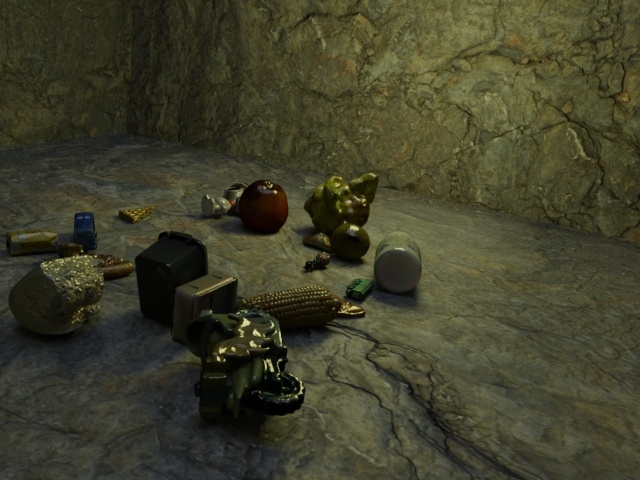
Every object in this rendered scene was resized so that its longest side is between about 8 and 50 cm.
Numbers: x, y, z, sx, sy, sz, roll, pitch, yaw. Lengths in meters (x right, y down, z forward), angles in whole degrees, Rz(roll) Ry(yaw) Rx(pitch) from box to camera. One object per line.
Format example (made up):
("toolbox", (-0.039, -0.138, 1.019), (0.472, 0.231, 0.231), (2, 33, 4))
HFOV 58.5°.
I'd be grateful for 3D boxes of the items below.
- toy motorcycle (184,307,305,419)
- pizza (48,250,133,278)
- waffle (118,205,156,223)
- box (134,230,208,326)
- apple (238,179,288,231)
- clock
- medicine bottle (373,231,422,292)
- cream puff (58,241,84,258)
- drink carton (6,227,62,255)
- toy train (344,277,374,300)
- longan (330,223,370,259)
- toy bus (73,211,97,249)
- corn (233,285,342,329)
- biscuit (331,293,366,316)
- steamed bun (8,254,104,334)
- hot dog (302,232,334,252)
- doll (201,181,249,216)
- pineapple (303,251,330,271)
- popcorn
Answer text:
("toy motorcycle", (-0.179, 0.257, 1.279), (0.237, 0.169, 0.410), (1, 19, -17))
("pizza", (-0.715, 0.077, 1.778), (0.246, 0.058, 0.127), (10, 17, -3))
("waffle", (-0.736, -0.111, 2.402), (0.125, 0.032, 0.191), (20, 22, 37))
("box", (-0.404, 0.111, 1.550), (0.163, 0.243, 0.135), (16, 31, 21))
("apple", (-0.244, -0.151, 2.467), (0.230, 0.230, 0.230), (8, 17, -2))
("clock", (-0.305, 0.175, 1.513), (0.071, 0.147, 0.192), (16, 18, 24))
("medicine bottle", (0.283, 0.069, 2.089), (0.170, 0.170, 0.293), (10, 16, 5))
("cream puff", (-0.807, 0.041, 1.836), (0.083, 0.083, 0.058), (45, 42, -13))
("drink carton", (-0.925, 0.002, 1.893), (0.200, 0.074, 0.084), (-8, 24, -40))
("toy train", (0.132, 0.162, 1.941), (0.071, 0.038, 0.148), (17, 19, 18))
("longan", (0.115, 0.009, 2.270), (0.155, 0.145, 0.176), (43, -24, 0))
("toy bus", (-0.828, -0.034, 2.013), (0.079, 0.094, 0.236), (1, 19, -23))
("corn", (-0.087, 0.196, 1.613), (0.322, 0.119, 0.119), (-7, 22, -27))
("biscuit", (0.019, 0.200, 1.787), (0.250, 0.035, 0.162), (11, 22, 4))
("steamed bun", (-0.633, 0.137, 1.439), (0.170, 0.200, 0.225), (51, 22, 2))
("hot dog", (0.000, -0.001, 2.352), (0.169, 0.061, 0.078), (18, 18, 26))
("doll", (-0.424, -0.188, 2.613), (0.271, 0.144, 0.208), (2, 27, -33))
("pineapple", (-0.019, 0.080, 2.109), (0.058, 0.058, 0.124), (23, 27, 39))
("popcorn", (0.082, -0.165, 2.486), (0.290, 0.321, 0.325), (19, 2, 29))
